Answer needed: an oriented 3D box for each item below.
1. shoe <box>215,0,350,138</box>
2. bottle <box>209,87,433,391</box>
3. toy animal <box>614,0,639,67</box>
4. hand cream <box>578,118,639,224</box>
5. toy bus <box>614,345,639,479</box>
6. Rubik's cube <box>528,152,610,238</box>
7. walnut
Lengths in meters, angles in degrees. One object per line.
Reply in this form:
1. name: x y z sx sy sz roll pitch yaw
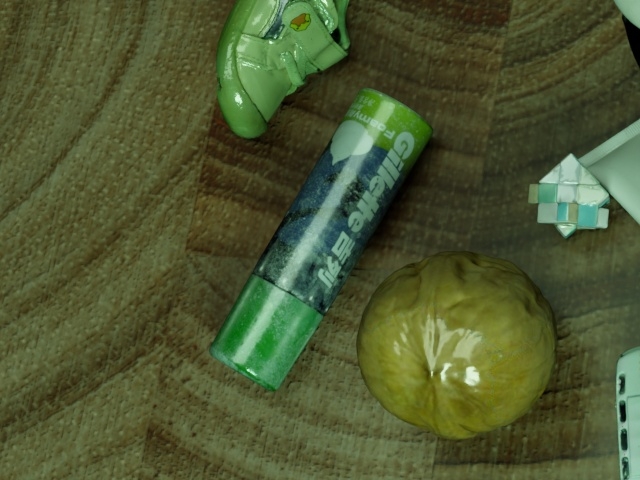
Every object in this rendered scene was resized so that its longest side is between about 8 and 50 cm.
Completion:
1. shoe: -0.039 -0.241 2.108 0.128 0.140 0.262 7 72 30
2. bottle: 0.000 0.000 2.039 0.093 0.093 0.330 28 85 27
3. toy animal: 0.406 -0.253 1.821 0.251 0.310 0.251 -3 74 11
4. hand cream: 0.373 -0.039 1.916 0.133 0.083 0.248 -35 54 3
5. toy bus: 0.325 0.189 1.844 0.087 0.089 0.194 -7 69 20
6. Rubik's cube: 0.253 -0.038 1.958 0.073 0.075 0.084 -38 64 3
7. walnut: 0.133 0.104 1.879 0.195 0.221 0.195 2 98 13
